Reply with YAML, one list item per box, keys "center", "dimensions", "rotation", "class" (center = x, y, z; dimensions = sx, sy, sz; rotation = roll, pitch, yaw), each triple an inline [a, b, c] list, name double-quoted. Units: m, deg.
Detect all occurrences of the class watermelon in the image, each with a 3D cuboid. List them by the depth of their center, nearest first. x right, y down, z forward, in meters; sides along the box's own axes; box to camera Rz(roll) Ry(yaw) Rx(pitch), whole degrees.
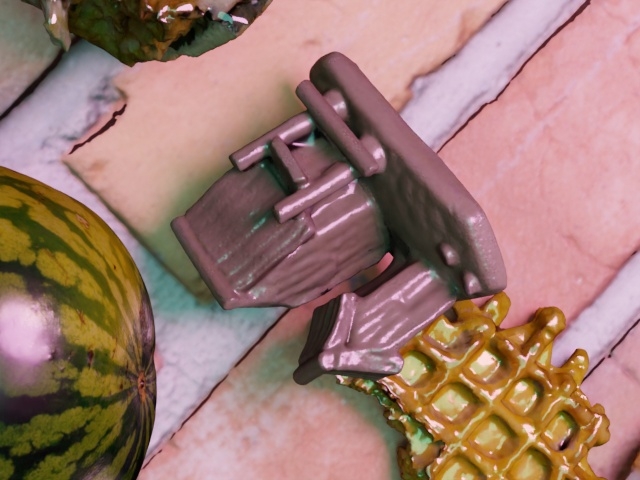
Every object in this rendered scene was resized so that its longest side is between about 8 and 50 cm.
- center: [-0.248, 0.082, 1.022]
  dimensions: [0.285, 0.285, 0.285]
  rotation: [-1, 93, -10]
  class: "watermelon"

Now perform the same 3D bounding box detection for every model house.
- center: [0.004, 0.000, 1.123]
  dimensions: [0.188, 0.122, 0.229]
  rotation: [-34, 74, -11]
  class: "model house"

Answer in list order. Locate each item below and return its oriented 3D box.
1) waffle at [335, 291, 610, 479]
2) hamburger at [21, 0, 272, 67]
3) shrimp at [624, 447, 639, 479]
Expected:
- center: [0.112, 0.183, 1.200]
  dimensions: [0.260, 0.069, 0.293]
  rotation: [1, 94, -9]
  class: "waffle"
- center: [-0.104, -0.233, 1.086]
  dimensions: [0.167, 0.192, 0.288]
  rotation: [47, 64, -16]
  class: "hamburger"
- center: [0.345, 0.209, 1.232]
  dimensions: [0.287, 0.068, 0.185]
  rotation: [-9, 87, -17]
  class: "shrimp"
